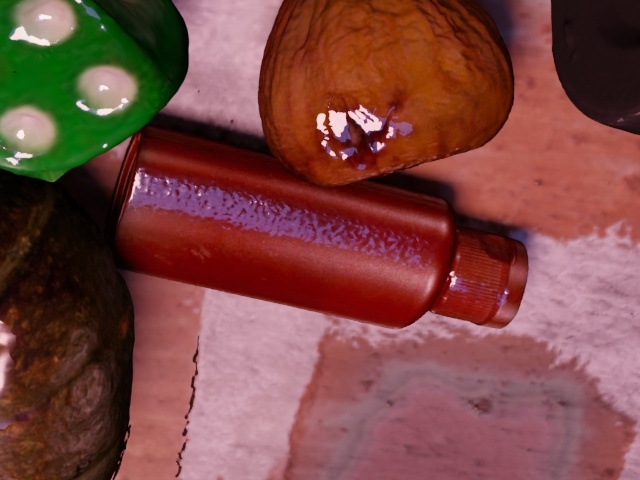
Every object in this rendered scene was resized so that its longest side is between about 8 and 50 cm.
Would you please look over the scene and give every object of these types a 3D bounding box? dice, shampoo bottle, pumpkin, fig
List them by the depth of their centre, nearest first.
[{"bbox_3d":[-0.155,-0.119,0.987,0.120,0.131,0.128,-30,125,16],"label":"dice"},{"bbox_3d":[0.020,-0.130,1.018,0.146,0.134,0.201,-25,107,-22],"label":"fig"},{"bbox_3d":[-0.257,0.074,1.074,0.320,0.192,0.320,2,125,3],"label":"pumpkin"},{"bbox_3d":[0.000,0.000,1.130,0.260,0.064,0.102,13,127,-15],"label":"shampoo bottle"}]

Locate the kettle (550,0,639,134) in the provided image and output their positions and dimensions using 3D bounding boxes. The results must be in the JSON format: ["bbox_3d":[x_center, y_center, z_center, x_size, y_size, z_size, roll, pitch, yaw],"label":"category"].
[{"bbox_3d":[0.306,-0.162,0.975,0.290,0.207,0.268,12,97,-20],"label":"kettle"}]
